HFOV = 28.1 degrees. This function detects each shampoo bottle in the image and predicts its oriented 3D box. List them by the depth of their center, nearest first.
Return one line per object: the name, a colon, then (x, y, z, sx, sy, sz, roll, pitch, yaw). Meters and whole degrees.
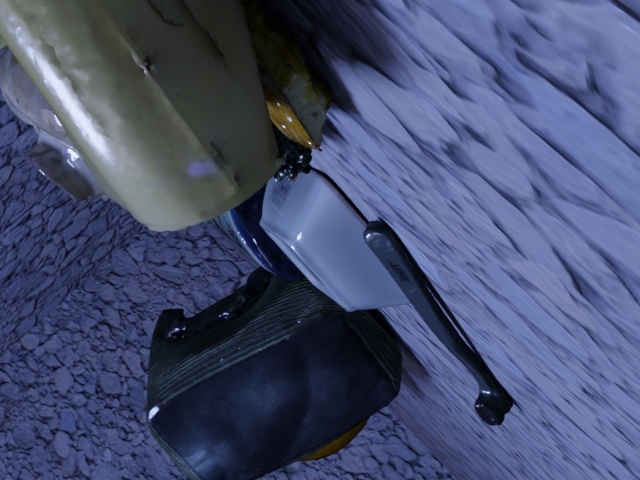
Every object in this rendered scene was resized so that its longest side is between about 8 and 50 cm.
shampoo bottle: (-0.096, -0.040, 1.620, 0.134, 0.078, 0.359, 53, 173, -19)

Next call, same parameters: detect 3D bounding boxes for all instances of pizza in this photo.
pizza: (-0.027, -0.107, 0.799, 0.099, 0.036, 0.160, 44, 175, 35)

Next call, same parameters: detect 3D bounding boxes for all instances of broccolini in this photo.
broccolini: (-0.067, -0.075, 1.076, 0.392, 0.074, 0.079, 165, 100, -81)

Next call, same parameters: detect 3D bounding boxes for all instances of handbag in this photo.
handbag: (-0.075, 0.161, 1.743, 0.247, 0.340, 0.240, 54, -171, -35)

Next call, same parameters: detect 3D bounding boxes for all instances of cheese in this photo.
cheese: (-0.137, -0.156, 0.684, 0.316, 0.128, 0.259, 65, 165, -17)

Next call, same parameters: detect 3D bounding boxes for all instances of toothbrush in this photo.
toothbrush: (0.107, 0.078, 1.133, 0.030, 0.031, 0.297, 8, 147, 39)

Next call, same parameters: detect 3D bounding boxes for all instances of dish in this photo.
dish: (0.000, 0.000, 1.222, 0.154, 0.064, 0.234, 49, 176, -18)

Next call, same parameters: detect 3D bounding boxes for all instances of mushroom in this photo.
mushroom: (-0.226, -0.134, 1.337, 0.255, 0.184, 0.255, 41, 178, 1)

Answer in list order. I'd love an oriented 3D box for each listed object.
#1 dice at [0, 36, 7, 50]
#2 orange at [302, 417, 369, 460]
dice: (-0.336, -0.283, 1.254, 0.166, 0.169, 0.169, 50, 175, -21)
orange: (-0.035, 0.215, 2.019, 0.274, 0.274, 0.274, 47, 175, 6)
